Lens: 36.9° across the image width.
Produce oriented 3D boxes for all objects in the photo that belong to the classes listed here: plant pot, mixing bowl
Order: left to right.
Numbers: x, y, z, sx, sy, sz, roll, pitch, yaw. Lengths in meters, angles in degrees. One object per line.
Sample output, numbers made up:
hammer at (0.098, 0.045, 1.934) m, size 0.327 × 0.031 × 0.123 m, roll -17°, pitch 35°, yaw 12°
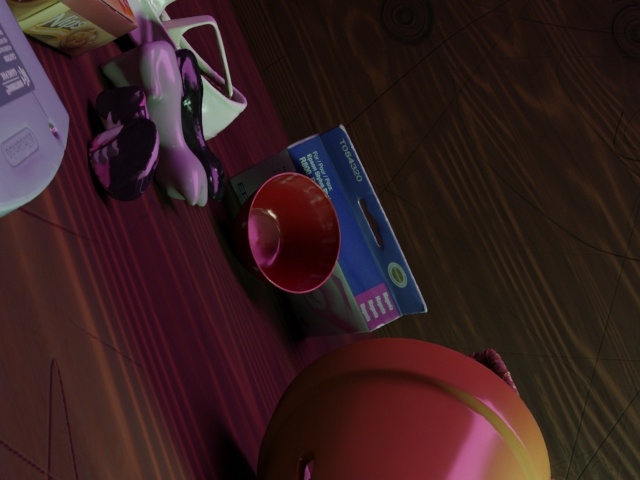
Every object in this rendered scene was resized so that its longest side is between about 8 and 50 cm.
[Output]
mixing bowl at (-0.068, -0.007, 1.464) m, size 0.181 × 0.098 × 0.181 m, roll 7°, pitch 79°, yaw -42°
plant pot at (0.062, 0.262, 0.889) m, size 0.291 × 0.291 × 0.203 m, roll 64°, pitch 21°, yaw -11°

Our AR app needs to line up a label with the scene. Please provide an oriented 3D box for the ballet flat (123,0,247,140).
ballet flat at (-0.223, -0.313, 1.364) m, size 0.139 × 0.139 × 0.400 m, roll -109°, pitch 171°, yaw -49°

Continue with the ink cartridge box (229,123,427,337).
ink cartridge box at (0.000, 0.000, 1.589) m, size 0.330 × 0.071 × 0.324 m, roll -18°, pitch -82°, yaw 62°

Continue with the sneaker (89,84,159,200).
sneaker at (-0.193, -0.092, 1.008) m, size 0.178 × 0.072 × 0.077 m, roll -99°, pitch 175°, yaw -51°

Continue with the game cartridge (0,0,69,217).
game cartridge at (-0.249, -0.109, 0.625) m, size 0.297 × 0.062 × 0.198 m, roll -96°, pitch 164°, yaw -74°

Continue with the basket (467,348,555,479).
basket at (0.175, 0.324, 1.446) m, size 0.213 × 0.299 × 0.223 m, roll -8°, pitch 75°, yaw -83°

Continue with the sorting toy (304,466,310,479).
sorting toy at (-0.025, 0.282, 1.091) m, size 0.083 × 0.045 × 0.075 m, roll -110°, pitch 180°, yaw -48°

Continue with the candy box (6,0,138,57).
candy box at (-0.308, -0.357, 0.971) m, size 0.183 × 0.087 × 0.316 m, roll -15°, pitch 81°, yaw -85°

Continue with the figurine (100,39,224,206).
figurine at (-0.185, -0.141, 1.239) m, size 0.215 × 0.092 × 0.209 m, roll -60°, pitch 129°, yaw -82°
